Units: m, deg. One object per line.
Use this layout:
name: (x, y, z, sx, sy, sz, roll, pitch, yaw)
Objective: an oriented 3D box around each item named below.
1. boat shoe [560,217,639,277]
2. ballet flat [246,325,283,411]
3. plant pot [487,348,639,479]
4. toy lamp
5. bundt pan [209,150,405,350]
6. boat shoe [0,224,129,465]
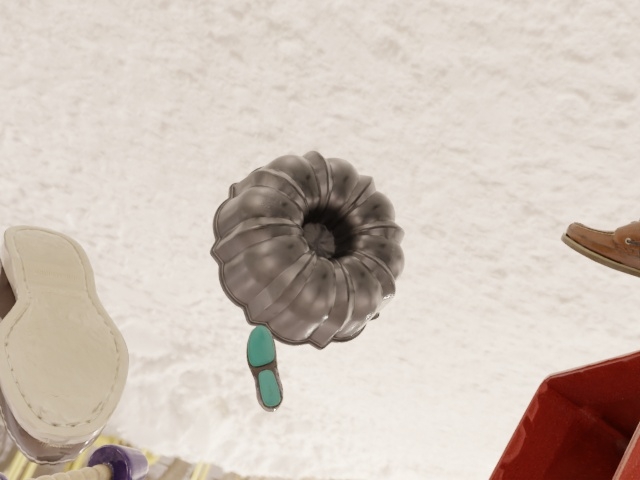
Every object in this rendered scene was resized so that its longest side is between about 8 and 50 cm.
boat shoe: (0.560, 0.015, 1.248, 0.110, 0.105, 0.307, 6, -163, -38)
ballet flat: (-0.072, 0.166, 0.926, 0.041, 0.114, 0.041, -10, 149, -6)
plant pot: (0.268, 0.272, 0.581, 0.235, 0.267, 0.267, 33, 164, 5)
toy lamp: (-0.324, 0.313, 0.941, 0.080, 0.080, 0.274, 10, 177, 23)
bundt pan: (0.000, 0.000, 1.157, 0.330, 0.331, 0.124, 29, 148, -15)
boat shoe: (-0.263, 0.100, 0.687, 0.116, 0.097, 0.324, 14, -158, -33)
